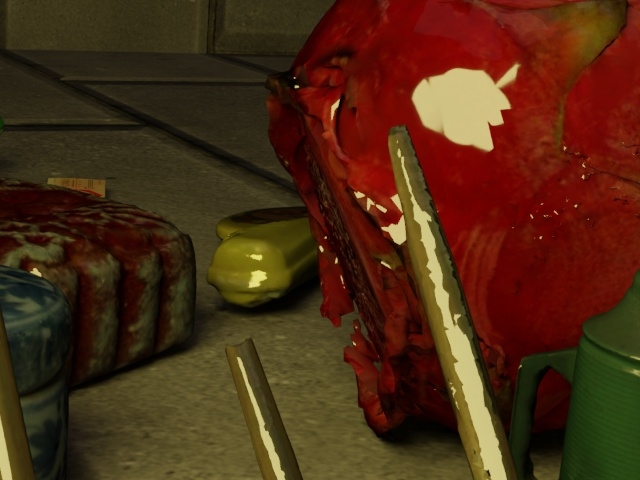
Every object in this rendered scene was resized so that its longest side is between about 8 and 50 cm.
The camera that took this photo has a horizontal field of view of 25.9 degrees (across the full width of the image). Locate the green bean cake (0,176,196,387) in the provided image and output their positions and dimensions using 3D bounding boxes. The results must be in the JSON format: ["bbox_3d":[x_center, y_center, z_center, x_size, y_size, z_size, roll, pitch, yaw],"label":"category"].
[{"bbox_3d":[-0.210,0.020,0.900,0.232,0.097,0.198,14,17,35],"label":"green bean cake"}]

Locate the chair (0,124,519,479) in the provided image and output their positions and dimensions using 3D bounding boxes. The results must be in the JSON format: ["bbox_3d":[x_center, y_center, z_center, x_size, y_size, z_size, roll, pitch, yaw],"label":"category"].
[{"bbox_3d":[-0.033,0.121,0.425,0.188,0.166,0.272,-2,57,-29],"label":"chair"}]

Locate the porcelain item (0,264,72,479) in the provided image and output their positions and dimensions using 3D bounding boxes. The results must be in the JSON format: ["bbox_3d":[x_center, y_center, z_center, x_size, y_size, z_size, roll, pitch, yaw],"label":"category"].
[{"bbox_3d":[-0.191,0.071,0.652,0.147,0.114,0.147,5,13,-1],"label":"porcelain item"}]

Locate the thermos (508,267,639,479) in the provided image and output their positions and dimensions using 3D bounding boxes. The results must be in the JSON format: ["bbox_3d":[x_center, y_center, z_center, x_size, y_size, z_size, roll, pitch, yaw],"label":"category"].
[{"bbox_3d":[0.119,0.088,0.504,0.073,0.188,0.083,-3,17,-32],"label":"thermos"}]

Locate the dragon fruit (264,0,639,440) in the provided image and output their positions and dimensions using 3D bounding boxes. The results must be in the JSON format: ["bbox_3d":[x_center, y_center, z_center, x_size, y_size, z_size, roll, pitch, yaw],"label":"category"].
[{"bbox_3d":[0.118,-0.034,0.785,0.301,0.296,0.295,-16,21,-29],"label":"dragon fruit"}]

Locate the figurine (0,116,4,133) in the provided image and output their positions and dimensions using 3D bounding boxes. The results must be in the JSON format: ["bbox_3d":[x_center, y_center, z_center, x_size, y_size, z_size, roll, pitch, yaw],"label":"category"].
[{"bbox_3d":[-0.391,-0.092,1.356,0.115,0.095,0.156,-12,21,35],"label":"figurine"}]

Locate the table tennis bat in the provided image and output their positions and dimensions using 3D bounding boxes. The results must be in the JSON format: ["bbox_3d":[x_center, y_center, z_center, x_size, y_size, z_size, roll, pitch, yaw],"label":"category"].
[{"bbox_3d":[0.000,0.000,1.153,0.224,0.054,0.368,6,9,20],"label":"table tennis bat"}]

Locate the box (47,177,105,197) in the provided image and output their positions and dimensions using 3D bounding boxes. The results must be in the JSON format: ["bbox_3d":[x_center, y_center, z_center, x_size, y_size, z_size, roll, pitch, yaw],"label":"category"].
[{"bbox_3d":[-0.237,-0.045,1.348,0.058,0.015,0.093,0,13,-9],"label":"box"}]
